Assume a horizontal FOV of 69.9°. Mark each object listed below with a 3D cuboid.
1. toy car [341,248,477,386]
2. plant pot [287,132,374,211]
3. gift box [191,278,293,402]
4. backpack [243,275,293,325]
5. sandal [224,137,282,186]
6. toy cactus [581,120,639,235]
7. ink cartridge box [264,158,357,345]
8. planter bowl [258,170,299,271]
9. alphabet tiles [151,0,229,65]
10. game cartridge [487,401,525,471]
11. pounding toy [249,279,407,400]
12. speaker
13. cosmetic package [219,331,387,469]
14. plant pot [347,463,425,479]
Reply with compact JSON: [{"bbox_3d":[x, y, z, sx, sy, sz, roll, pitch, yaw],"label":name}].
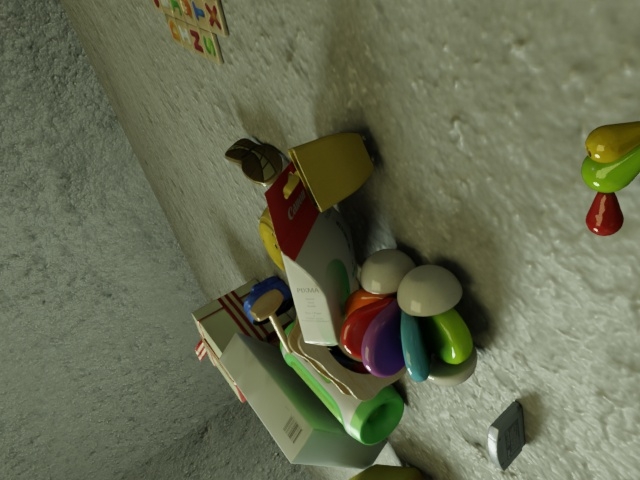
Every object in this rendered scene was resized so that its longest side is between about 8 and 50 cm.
[{"bbox_3d":[0.098,0.109,0.575,0.182,0.136,0.159,25,139,56],"label":"toy car"},{"bbox_3d":[0.016,-0.091,0.560,0.081,0.083,0.081,-128,13,-78],"label":"plant pot"},{"bbox_3d":[-0.238,0.312,1.416,0.258,0.255,0.276,40,142,40],"label":"gift box"},{"bbox_3d":[-0.143,0.161,1.198,0.101,0.120,0.098,49,157,25],"label":"backpack"},{"bbox_3d":[-0.117,-0.139,0.835,0.180,0.072,0.049,36,164,49],"label":"sandal"},{"bbox_3d":[0.207,-0.060,0.191,0.219,0.112,0.180,-156,50,-69],"label":"toy cactus"},{"bbox_3d":[0.000,0.000,0.629,0.056,0.181,0.224,-1,119,16],"label":"ink cartridge box"},{"bbox_3d":[-0.047,-0.008,0.811,0.217,0.090,0.217,46,154,30],"label":"planter bowl"},{"bbox_3d":[-0.260,-0.471,0.797,0.342,0.011,0.285,40,151,42],"label":"alphabet tiles"},{"bbox_3d":[0.230,0.245,0.568,0.017,0.056,0.083,20,135,48],"label":"game cartridge"},{"bbox_3d":[0.017,0.157,0.829,0.269,0.154,0.155,43,160,-8],"label":"pounding toy"},{"bbox_3d":[0.033,0.278,0.952,0.297,0.131,0.131,34,147,48],"label":"speaker"},{"bbox_3d":[-0.052,0.398,1.150,0.284,0.097,0.377,29,-177,-42],"label":"cosmetic package"},{"bbox_3d":[0.149,0.614,0.996,0.212,0.187,0.212,-25,95,48],"label":"plant pot"}]
